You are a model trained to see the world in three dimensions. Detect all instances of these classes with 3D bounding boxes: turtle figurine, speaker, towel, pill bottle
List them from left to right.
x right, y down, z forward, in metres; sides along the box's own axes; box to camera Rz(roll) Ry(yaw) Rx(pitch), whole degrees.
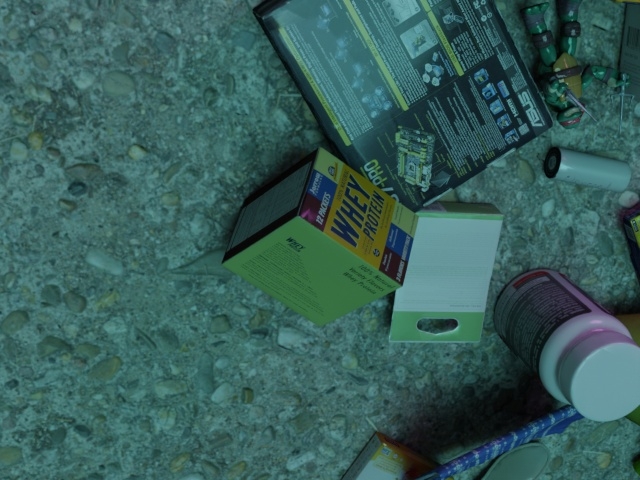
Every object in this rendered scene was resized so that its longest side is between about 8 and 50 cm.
[{"bbox_3d":[0.315,0.350,1.746,0.336,0.243,0.040,-21,74,-17],"label":"towel"},{"bbox_3d":[0.387,-0.260,1.606,0.175,0.118,0.234,-25,103,-39],"label":"turtle figurine"},{"bbox_3d":[0.408,0.169,1.683,0.161,0.283,0.161,-4,111,-12],"label":"pill bottle"},{"bbox_3d":[0.444,-0.117,1.710,0.136,0.055,0.055,9,108,-16],"label":"speaker"}]

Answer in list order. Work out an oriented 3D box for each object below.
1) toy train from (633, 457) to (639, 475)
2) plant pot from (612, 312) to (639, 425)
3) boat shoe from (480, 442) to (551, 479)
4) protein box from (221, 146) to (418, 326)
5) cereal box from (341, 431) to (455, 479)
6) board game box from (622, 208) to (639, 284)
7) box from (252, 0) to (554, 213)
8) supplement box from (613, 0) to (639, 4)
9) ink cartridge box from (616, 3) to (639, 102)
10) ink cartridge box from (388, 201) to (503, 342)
[{"bbox_3d":[0.640,0.394,1.937,0.248,0.105,0.143,28,119,-12],"label":"toy train"},{"bbox_3d":[0.618,0.233,1.785,0.293,0.275,0.275,15,107,-2],"label":"plant pot"},{"bbox_3d":[0.340,0.450,1.907,0.206,0.075,0.065,-40,157,-3],"label":"boat shoe"},{"bbox_3d":[0.000,0.000,1.550,0.200,0.136,0.201,34,141,-23],"label":"protein box"},{"bbox_3d":[0.105,0.480,1.854,0.173,0.047,0.240,30,100,-22],"label":"cereal box"},{"bbox_3d":[0.637,-0.007,1.795,0.194,0.060,0.194,-27,114,-3],"label":"board game box"},{"bbox_3d":[0.133,-0.259,1.560,0.318,0.097,0.395,-34,114,-2],"label":"box"},{"bbox_3d":[0.428,-0.439,1.421,0.194,0.356,0.195,2,109,-14],"label":"supplement box"},{"bbox_3d":[0.574,-0.354,1.560,0.129,0.223,0.307,-4,111,-13],"label":"ink cartridge box"},{"bbox_3d":[0.200,0.054,1.715,0.171,0.056,0.235,2,113,-14],"label":"ink cartridge box"}]
